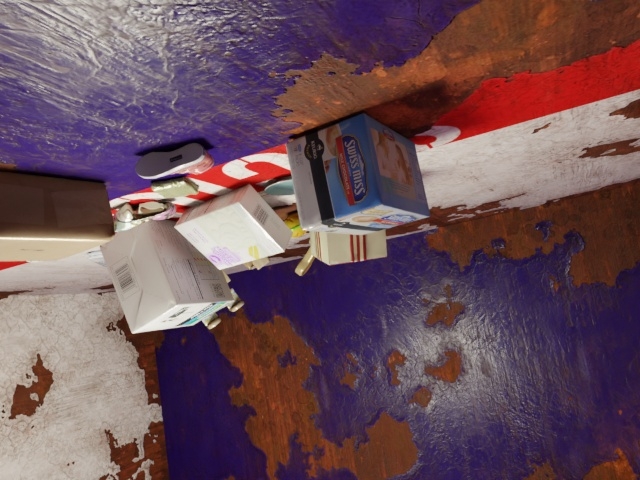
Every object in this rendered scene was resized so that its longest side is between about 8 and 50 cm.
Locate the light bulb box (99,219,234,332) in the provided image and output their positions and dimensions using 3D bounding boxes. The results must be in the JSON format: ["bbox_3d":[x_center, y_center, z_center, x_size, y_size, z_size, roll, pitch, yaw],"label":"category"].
[{"bbox_3d":[-0.560,0.126,1.943,0.225,0.358,0.361,-30,165,17],"label":"light bulb box"}]

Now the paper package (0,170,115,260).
[{"bbox_3d":[-0.766,-0.048,1.343,0.309,0.168,0.324,-15,170,34],"label":"paper package"}]

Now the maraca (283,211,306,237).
[{"bbox_3d":[-0.091,-0.073,2.173,0.127,0.099,0.185,-16,-165,30],"label":"maraca"}]

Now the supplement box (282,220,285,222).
[{"bbox_3d":[-0.133,-0.059,2.326,0.083,0.056,0.083,-12,171,17],"label":"supplement box"}]

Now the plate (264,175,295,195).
[{"bbox_3d":[-0.089,-0.181,1.680,0.188,0.024,0.188,-10,172,-1],"label":"plate"}]

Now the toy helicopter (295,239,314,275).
[{"bbox_3d":[0.000,0.000,2.189,0.355,0.140,0.235,-57,170,23],"label":"toy helicopter"}]

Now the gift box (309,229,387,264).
[{"bbox_3d":[0.071,-0.071,1.846,0.254,0.259,0.276,-8,-169,-21],"label":"gift box"}]

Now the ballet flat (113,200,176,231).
[{"bbox_3d":[-0.569,-0.089,1.645,0.221,0.077,0.079,-13,154,-7],"label":"ballet flat"}]

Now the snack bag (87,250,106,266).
[{"bbox_3d":[-0.886,0.074,2.464,0.342,0.037,0.323,-8,171,-12],"label":"snack bag"}]

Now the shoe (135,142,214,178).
[{"bbox_3d":[-0.348,-0.181,1.256,0.177,0.064,0.081,-15,166,8],"label":"shoe"}]

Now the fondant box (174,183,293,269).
[{"bbox_3d":[-0.293,-0.036,1.756,0.330,0.096,0.238,-15,129,38],"label":"fondant box"}]

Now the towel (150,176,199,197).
[{"bbox_3d":[-0.420,-0.150,1.514,0.109,0.027,0.148,-10,172,1],"label":"towel"}]

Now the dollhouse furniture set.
[{"bbox_3d":[-0.451,0.143,2.336,0.394,0.362,0.256,-36,-174,-17],"label":"dollhouse furniture set"}]

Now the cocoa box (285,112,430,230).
[{"bbox_3d":[0.111,-0.154,1.364,0.227,0.232,0.347,-15,170,29],"label":"cocoa box"}]
